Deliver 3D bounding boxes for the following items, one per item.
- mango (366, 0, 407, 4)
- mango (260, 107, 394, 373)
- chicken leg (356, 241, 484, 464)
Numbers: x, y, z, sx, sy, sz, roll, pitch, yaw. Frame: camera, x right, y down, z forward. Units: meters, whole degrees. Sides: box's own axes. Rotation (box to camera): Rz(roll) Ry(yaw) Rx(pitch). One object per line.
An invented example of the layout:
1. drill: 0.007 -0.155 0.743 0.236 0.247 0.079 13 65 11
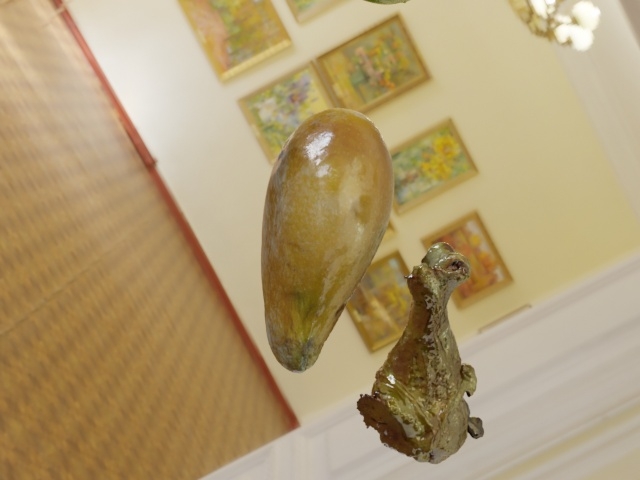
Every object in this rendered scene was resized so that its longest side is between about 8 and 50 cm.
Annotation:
1. mango: 0.042 -0.186 0.541 0.074 0.091 0.165 54 8 22
2. mango: 0.000 0.000 1.111 0.193 0.146 0.316 -143 -118 -78
3. chicken leg: 0.143 0.194 1.428 0.140 0.211 0.361 21 -47 46
